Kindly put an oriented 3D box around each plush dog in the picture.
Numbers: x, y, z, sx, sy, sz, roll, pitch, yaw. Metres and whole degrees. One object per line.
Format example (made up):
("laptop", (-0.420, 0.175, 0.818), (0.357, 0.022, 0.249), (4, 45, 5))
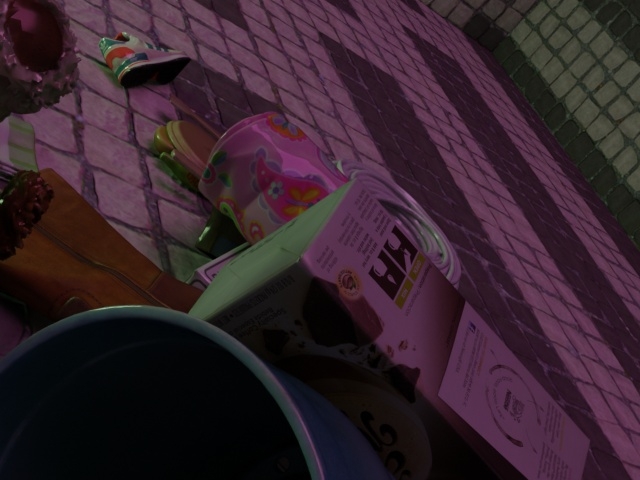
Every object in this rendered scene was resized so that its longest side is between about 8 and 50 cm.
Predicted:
("plush dog", (-0.317, -0.064, 0.700), (0.263, 0.225, 0.211), (-18, 23, -38))

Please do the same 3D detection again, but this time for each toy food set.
("toy food set", (-0.156, -0.103, 1.227), (0.132, 0.038, 0.192), (40, 17, -26))

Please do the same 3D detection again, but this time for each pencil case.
("pencil case", (0.000, 0.000, 0.969), (0.284, 0.124, 0.124), (47, 23, 11))

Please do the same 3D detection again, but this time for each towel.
("towel", (-0.346, -0.115, 0.952), (0.152, 0.023, 0.113), (24, 30, -37))

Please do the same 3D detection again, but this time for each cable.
("cable", (0.089, -0.004, 1.375), (0.257, 0.089, 0.257), (47, 23, 12))

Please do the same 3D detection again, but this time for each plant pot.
("plant pot", (-0.060, 0.198, 0.597), (0.271, 0.272, 0.255), (56, 13, 28))

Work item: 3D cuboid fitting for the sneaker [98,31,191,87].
("sneaker", (-0.238, -0.254, 1.317), (0.075, 0.057, 0.161), (51, 27, 4))

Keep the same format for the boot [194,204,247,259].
("boot", (-0.080, 0.001, 1.136), (0.082, 0.106, 0.219), (22, -16, 28))

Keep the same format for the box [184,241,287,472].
("box", (-0.015, 0.137, 0.964), (0.290, 0.087, 0.169), (45, 23, 6))

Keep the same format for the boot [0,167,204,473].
("boot", (-0.212, 0.057, 0.789), (0.280, 0.096, 0.264), (39, 38, 8))

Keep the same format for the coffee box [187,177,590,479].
("coffee box", (0.050, 0.122, 0.762), (0.297, 0.168, 0.119), (47, 40, -12))
